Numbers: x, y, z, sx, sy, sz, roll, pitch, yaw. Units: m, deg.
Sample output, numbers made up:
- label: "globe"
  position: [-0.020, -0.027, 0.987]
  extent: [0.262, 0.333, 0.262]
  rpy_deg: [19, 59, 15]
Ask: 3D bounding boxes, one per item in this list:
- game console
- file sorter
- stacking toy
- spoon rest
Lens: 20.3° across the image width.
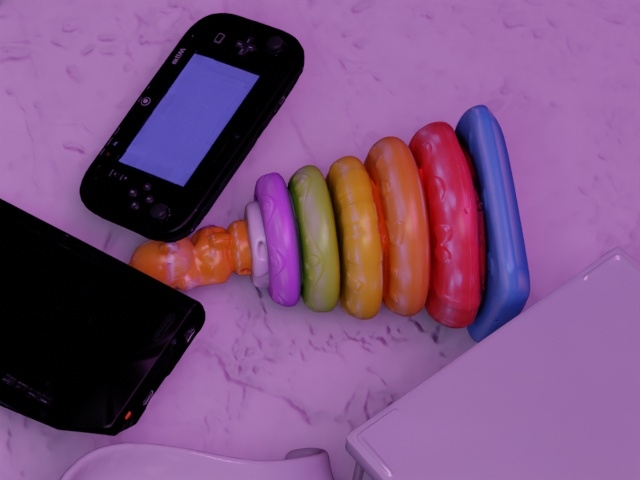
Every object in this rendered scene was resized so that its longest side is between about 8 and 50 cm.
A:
- label: "game console"
  position: [-0.151, -0.032, 1.337]
  extent: [0.213, 0.044, 0.361]
  rpy_deg: [26, 68, 19]
- label: "file sorter"
  position: [0.179, 0.181, 1.360]
  extent: [0.278, 0.173, 0.193]
  rpy_deg: [-33, 65, -23]
- label: "stacking toy"
  position: [0.000, 0.000, 1.393]
  extent: [0.302, 0.175, 0.165]
  rpy_deg: [-7, 72, -6]
- label: "spoon rest"
  position: [-0.082, 0.197, 1.279]
  extent: [0.276, 0.084, 0.137]
  rpy_deg: [-12, 81, -47]
